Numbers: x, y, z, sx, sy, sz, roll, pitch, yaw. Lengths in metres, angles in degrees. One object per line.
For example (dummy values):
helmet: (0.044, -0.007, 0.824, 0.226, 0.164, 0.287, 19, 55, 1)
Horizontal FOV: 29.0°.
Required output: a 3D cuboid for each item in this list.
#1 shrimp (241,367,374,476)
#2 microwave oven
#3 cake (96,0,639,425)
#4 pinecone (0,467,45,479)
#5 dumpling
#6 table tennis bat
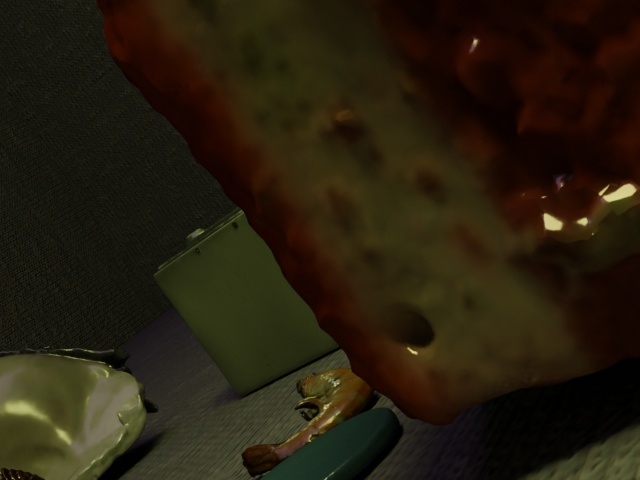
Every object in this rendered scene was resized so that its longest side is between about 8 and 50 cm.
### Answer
shrimp: (-0.012, 0.105, 0.748, 0.091, 0.025, 0.127, -37, 7, -7)
microwave oven: (0.000, 0.000, 1.087, 0.194, 0.145, 0.240, -27, 9, 45)
cake: (0.109, -0.108, 0.500, 0.320, 0.269, 0.270, -34, 3, 20)
pinecone: (-0.237, 0.221, 0.967, 0.083, 0.077, 0.077, -59, 3, 3)
dumpling: (-0.293, 0.193, 1.164, 0.293, 0.163, 0.204, -18, 9, 35)
table tennis bat: (-0.025, 0.131, 0.613, 0.155, 0.019, 0.100, -35, 4, -15)
